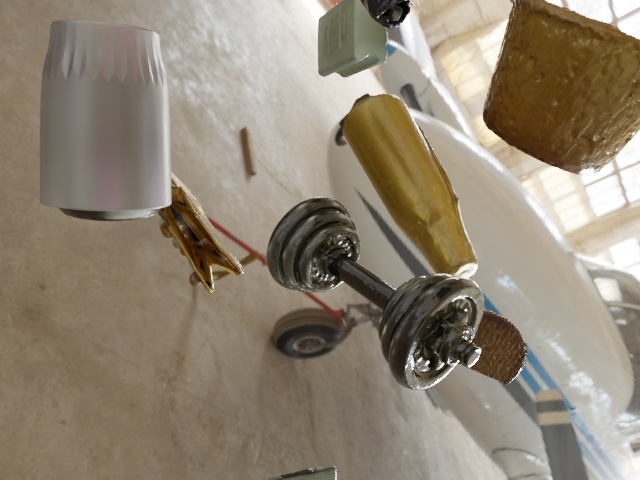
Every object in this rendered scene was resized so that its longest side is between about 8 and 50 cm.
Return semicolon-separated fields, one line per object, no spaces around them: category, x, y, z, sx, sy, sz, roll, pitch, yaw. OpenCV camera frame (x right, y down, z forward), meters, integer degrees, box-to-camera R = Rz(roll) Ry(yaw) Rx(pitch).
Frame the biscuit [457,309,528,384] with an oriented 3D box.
biscuit;0.261;0.165;0.974;0.206;0.126;0.025;25;32;-12

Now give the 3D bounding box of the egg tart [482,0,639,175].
egg tart;0.271;-0.170;0.647;0.203;0.147;0.202;19;29;-11

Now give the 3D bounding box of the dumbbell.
dumbbell;0.075;0.068;0.903;0.406;0.179;0.179;34;-3;40

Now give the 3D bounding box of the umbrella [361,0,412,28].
umbrella;0.059;-0.376;0.776;0.071;0.071;0.248;38;29;-51

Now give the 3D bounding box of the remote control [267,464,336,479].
remote control;-0.042;0.574;1.378;0.029;0.166;0.065;-158;-114;-66

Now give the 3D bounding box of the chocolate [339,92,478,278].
chocolate;0.195;-0.107;1.225;0.162;0.162;0.445;30;31;-57

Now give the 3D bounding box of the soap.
soap;0.054;-0.367;1.059;0.198;0.067;0.118;-159;-110;-71

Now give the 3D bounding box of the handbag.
handbag;-0.366;-0.067;1.513;0.401;0.133;0.283;49;-13;44

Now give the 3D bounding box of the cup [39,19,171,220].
cup;-0.430;-0.234;1.181;0.253;0.254;0.371;-24;119;-70
